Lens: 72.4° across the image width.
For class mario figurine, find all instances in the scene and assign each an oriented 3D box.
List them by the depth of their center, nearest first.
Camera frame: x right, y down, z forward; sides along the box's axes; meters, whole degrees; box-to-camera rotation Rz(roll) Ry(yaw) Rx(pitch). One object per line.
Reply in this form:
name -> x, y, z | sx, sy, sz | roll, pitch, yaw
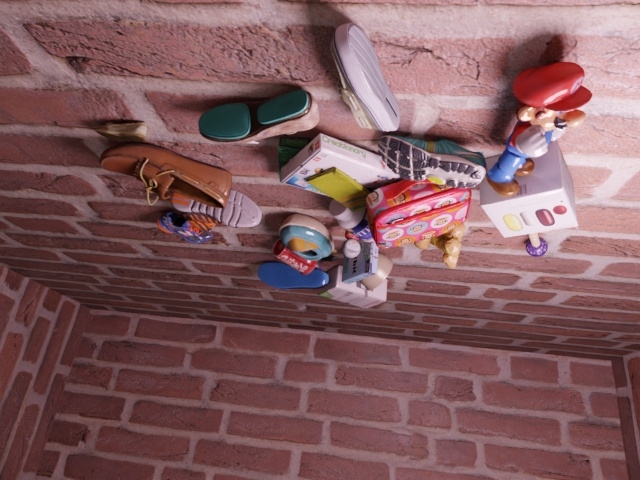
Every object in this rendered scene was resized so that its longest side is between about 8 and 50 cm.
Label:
mario figurine -> 0.467, -0.218, 0.916 | 0.170, 0.198, 0.320 | 1, 150, 4

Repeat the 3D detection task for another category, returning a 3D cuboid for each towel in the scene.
towel -> 0.070, -0.136, 1.237 | 0.102, 0.021, 0.237 | -19, 153, 32

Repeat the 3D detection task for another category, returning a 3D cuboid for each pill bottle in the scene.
pill bottle -> 0.117, -0.078, 1.438 | 0.112, 0.112, 0.186 | -14, 149, 39

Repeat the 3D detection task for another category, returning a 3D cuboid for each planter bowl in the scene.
planter bowl -> 0.202, 0.108, 1.800 | 0.109, 0.162, 0.162 | 38, 147, -15

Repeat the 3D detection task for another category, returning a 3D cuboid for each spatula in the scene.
spatula -> 0.004, 0.096, 1.924 | 0.084, 0.030, 0.296 | 17, 161, -20

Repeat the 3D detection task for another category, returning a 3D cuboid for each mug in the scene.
mug -> -0.097, 0.055, 1.812 | 0.169, 0.113, 0.150 | 31, 146, -34

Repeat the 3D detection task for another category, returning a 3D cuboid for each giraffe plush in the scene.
giraffe plush -> 0.388, -0.018, 1.481 | 0.170, 0.181, 0.210 | 12, -167, 15

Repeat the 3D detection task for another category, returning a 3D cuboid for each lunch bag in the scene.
lunch bag -> 0.278, -0.100, 1.252 | 0.293, 0.120, 0.258 | -17, 151, 1

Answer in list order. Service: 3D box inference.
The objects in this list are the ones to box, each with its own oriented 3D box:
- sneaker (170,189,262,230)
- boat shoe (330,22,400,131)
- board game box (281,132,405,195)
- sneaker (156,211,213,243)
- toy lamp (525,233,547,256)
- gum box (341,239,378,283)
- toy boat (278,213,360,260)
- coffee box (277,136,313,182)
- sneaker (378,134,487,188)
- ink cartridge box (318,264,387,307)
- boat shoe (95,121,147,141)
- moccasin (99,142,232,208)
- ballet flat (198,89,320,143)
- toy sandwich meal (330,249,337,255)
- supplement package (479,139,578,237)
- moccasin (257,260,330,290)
sneaker -> -0.353, -0.098, 1.546 | 0.321, 0.125, 0.180 | 16, 161, 6
boat shoe -> 0.082, -0.318, 0.918 | 0.094, 0.109, 0.302 | -3, 157, 26
board game box -> 0.069, -0.184, 1.219 | 0.305, 0.053, 0.193 | 12, 154, -34
sneaker -> -0.527, -0.052, 1.727 | 0.221, 0.083, 0.087 | 17, 147, -30
toy lamp -> 0.690, -0.029, 1.430 | 0.080, 0.080, 0.274 | -6, 154, 28
gum box -> 0.154, 0.075, 1.716 | 0.041, 0.157, 0.184 | 19, 153, -25
toy boat -> 0.000, 0.000, 1.602 | 0.318, 0.148, 0.267 | -6, 153, 28
coffee box -> -0.063, -0.222, 1.249 | 0.113, 0.040, 0.184 | 4, 156, 0
sneaker -> 0.279, -0.209, 1.107 | 0.275, 0.110, 0.107 | 20, 142, 14
ink cartridge box -> 0.156, 0.228, 2.110 | 0.273, 0.115, 0.198 | 18, 154, -21
boat shoe -> -0.549, -0.306, 1.210 | 0.153, 0.048, 0.056 | 6, 169, 19
moccasin -> -0.463, -0.183, 1.322 | 0.380, 0.147, 0.139 | 18, 154, -22
ballet flat -> -0.146, -0.283, 1.071 | 0.316, 0.108, 0.106 | -2, 168, 22
toy sandwich meal -> 0.029, 0.041, 1.838 | 0.085, 0.029, 0.085 | -4, 160, -1
supplement package -> 0.549, -0.126, 1.157 | 0.194, 0.149, 0.203 | -12, 149, 36
moccasin -> -0.123, 0.181, 2.044 | 0.342, 0.138, 0.117 | 10, 174, 16
